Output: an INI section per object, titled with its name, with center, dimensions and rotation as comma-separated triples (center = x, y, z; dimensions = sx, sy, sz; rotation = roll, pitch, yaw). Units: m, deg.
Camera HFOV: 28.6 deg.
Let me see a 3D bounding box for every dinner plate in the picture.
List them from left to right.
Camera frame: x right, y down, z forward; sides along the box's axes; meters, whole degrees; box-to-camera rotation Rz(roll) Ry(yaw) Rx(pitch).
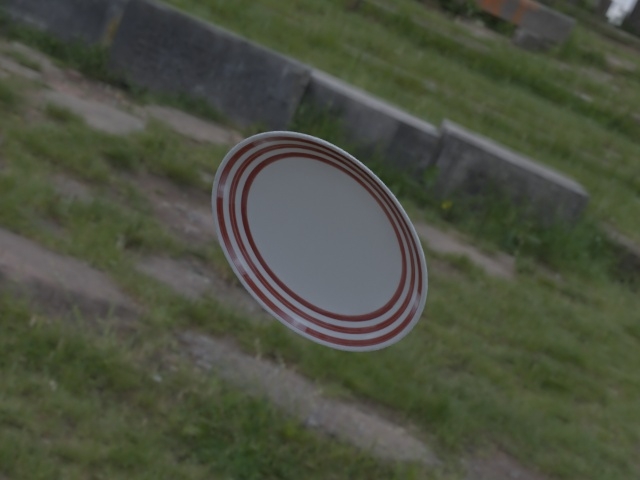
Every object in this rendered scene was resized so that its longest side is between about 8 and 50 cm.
[dinner plate]
center = 0.000, 0.000, 0.698
dimensions = 0.141, 0.141, 0.017
rotation = 27, 44, 18
